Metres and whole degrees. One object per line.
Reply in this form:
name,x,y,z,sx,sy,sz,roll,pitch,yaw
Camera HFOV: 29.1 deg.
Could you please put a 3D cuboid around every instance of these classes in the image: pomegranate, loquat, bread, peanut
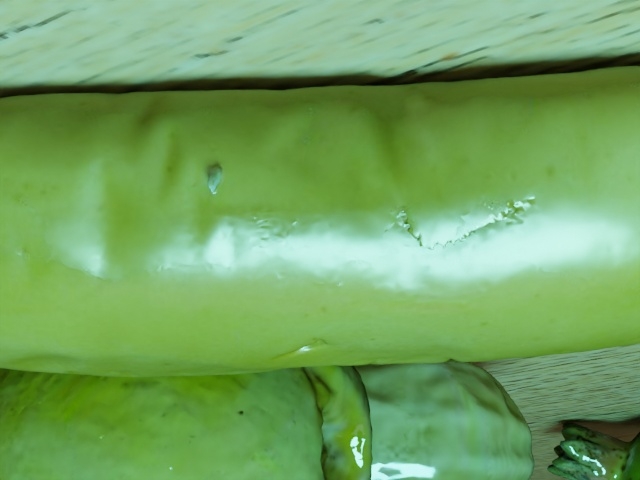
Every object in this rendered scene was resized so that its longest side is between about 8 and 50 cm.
pomegranate,0.303,0.216,1.070,0.205,0.159,0.159,20,164,10
loquat,-0.078,0.115,0.593,0.213,0.213,0.213,-3,162,-1
bread,0.000,0.000,0.445,0.305,0.091,0.142,-3,167,2
peanut,-0.031,0.137,0.778,0.325,0.140,0.153,-6,177,14
